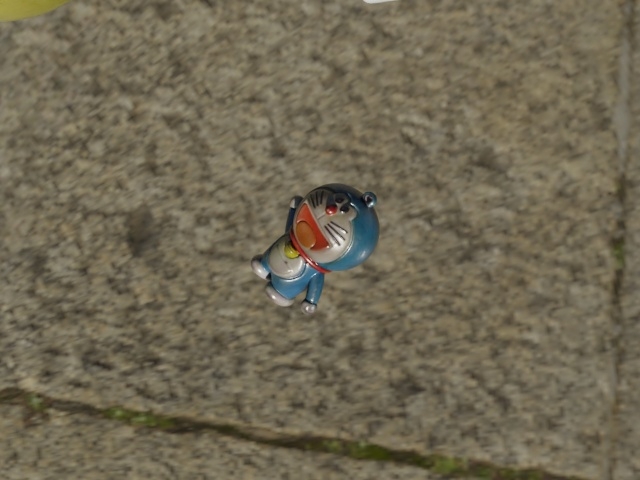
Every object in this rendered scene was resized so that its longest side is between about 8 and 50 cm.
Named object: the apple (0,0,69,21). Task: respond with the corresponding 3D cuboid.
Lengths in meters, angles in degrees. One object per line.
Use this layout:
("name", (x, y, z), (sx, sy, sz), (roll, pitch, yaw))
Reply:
("apple", (-0.315, -0.363, 1.440), (0.254, 0.292, 0.292), (-12, 85, 13))

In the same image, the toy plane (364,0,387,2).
("toy plane", (0.118, -0.271, 1.093), (0.251, 0.255, 0.101), (9, 51, -55))

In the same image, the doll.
("doll", (0.000, 0.000, 1.469), (0.085, 0.152, 0.114), (8, 49, -58))
